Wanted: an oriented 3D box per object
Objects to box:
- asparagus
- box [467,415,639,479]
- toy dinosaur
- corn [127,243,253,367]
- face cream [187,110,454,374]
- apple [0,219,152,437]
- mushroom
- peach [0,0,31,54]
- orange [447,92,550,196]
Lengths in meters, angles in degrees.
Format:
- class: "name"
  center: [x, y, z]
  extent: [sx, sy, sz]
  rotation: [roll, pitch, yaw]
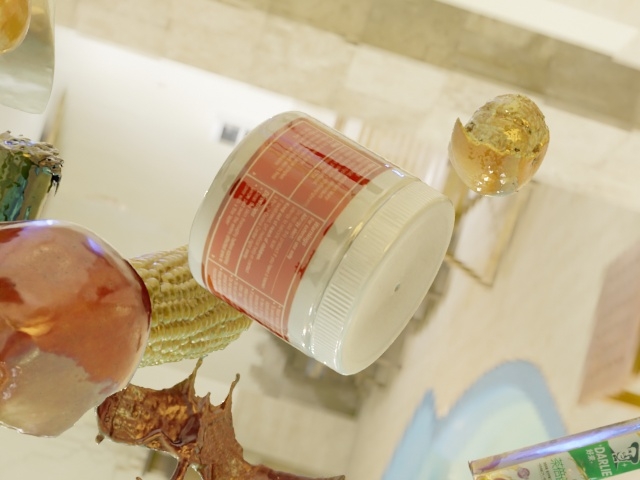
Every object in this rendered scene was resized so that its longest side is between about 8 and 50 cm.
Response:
- class: "asparagus"
  center: [-0.454, 0.039, 1.924]
  extent: [0.108, 0.128, 0.382]
  rotation: [35, 103, 51]
- class: "box"
  center: [0.261, 0.231, 1.555]
  extent: [0.041, 0.207, 0.050]
  rotation: [-85, -22, -68]
- class: "toy dinosaur"
  center: [-0.145, 0.227, 1.779]
  extent: [0.206, 0.327, 0.113]
  rotation: [-42, 15, -36]
- class: "corn"
  center: [-0.169, 0.072, 1.621]
  extent: [0.347, 0.130, 0.130]
  rotation: [-9, -61, -66]
- class: "face cream"
  center: [0.000, 0.000, 1.435]
  extent: [0.201, 0.187, 0.201]
  rotation: [-48, -22, -27]
- class: "apple"
  center: [-0.201, 0.056, 0.989]
  extent: [0.147, 0.156, 0.158]
  rotation: [-62, -13, 11]
- class: "mushroom"
  center: [-0.491, -0.234, 1.647]
  extent: [0.126, 0.397, 0.177]
  rotation: [-131, 47, -62]
- class: "peach"
  center: [-0.286, -0.183, 1.133]
  extent: [0.138, 0.138, 0.138]
  rotation: [-163, 90, -85]
- class: "orange"
  center: [0.246, -0.135, 2.069]
  extent: [0.156, 0.134, 0.156]
  rotation: [18, -90, -74]
